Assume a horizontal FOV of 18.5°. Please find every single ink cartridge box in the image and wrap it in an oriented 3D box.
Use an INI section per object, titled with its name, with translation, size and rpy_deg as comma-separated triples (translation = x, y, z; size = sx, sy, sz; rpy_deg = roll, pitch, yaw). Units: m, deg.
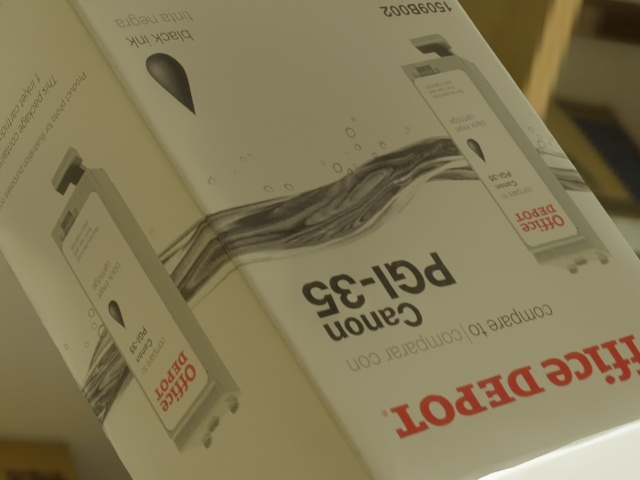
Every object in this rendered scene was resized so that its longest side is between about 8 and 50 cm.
[ink cartridge box]
translation = 0.000, 0.000, 0.789
size = 0.283, 0.207, 0.117
rpy_deg = 57, -47, 21
